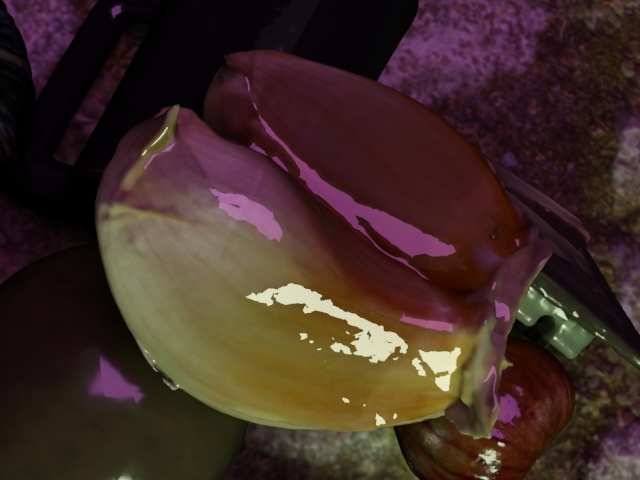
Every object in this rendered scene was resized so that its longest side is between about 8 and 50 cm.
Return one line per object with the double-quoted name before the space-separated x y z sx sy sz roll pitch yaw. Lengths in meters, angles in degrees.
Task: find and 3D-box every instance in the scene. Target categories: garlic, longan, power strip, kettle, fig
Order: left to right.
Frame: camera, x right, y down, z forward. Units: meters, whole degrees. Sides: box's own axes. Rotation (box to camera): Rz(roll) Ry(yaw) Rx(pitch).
"longan" -0.178 0.122 1.285 0.248 0.248 0.248 7 69 -19
"kettle" -0.097 -0.137 1.393 0.262 0.203 0.308 28 67 0
"garlic" 0.000 0.000 1.181 0.313 0.249 0.286 27 79 -5
"fig" 0.121 0.153 1.434 0.202 0.148 0.149 1 64 8
"power strip" 0.168 0.012 1.461 0.257 0.092 0.251 36 23 -22

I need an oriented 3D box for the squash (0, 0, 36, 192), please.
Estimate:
"squash" -0.357 -0.122 1.326 0.252 0.165 0.252 9 66 -21
